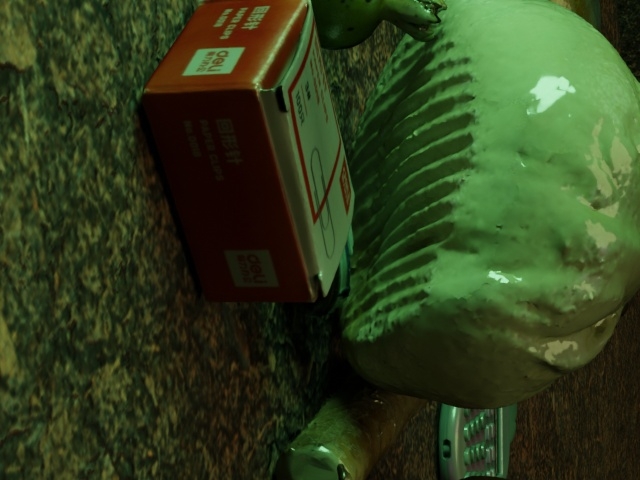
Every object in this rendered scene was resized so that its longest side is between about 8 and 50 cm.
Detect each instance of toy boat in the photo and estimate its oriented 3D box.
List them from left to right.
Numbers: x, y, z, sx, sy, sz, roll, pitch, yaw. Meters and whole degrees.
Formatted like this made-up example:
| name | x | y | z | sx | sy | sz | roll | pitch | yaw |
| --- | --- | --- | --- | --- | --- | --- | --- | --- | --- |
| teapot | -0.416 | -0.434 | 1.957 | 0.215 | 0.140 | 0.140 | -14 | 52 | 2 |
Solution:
| name | x | y | z | sx | sy | sz | roll | pitch | yaw |
| --- | --- | --- | --- | --- | --- | --- | --- | --- | --- |
| toy boat | 0.000 | 0.000 | 1.142 | 0.066 | 0.059 | 0.140 | -42 | 133 | -44 |

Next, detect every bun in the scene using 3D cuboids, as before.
| name | x | y | z | sx | sy | sz | roll | pitch | yaw |
| --- | --- | --- | --- | --- | --- | --- | --- | --- | --- |
| bun | 0.153 | -0.028 | 1.174 | 0.365 | 0.219 | 0.365 | -163 | -90 | -71 |

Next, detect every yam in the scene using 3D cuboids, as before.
| name | x | y | z | sx | sy | sz | roll | pitch | yaw |
| --- | --- | --- | --- | --- | --- | --- | --- | --- | --- |
| yam | 0.046 | 0.151 | 1.258 | 0.357 | 0.081 | 0.081 | -38 | 125 | -66 |

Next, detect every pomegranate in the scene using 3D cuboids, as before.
| name | x | y | z | sx | sy | sz | roll | pitch | yaw |
| --- | --- | --- | --- | --- | --- | --- | --- | --- | --- |
| pomegranate | 0.032 | -0.202 | 1.129 | 0.114 | 0.142 | 0.114 | 21 | 90 | -82 |

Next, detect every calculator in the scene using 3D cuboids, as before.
| name | x | y | z | sx | sy | sz | roll | pitch | yaw |
| --- | --- | --- | --- | --- | --- | --- | --- | --- | --- |
| calculator | 0.198 | 0.236 | 1.757 | 0.299 | 0.041 | 0.185 | -8 | 97 | -69 |

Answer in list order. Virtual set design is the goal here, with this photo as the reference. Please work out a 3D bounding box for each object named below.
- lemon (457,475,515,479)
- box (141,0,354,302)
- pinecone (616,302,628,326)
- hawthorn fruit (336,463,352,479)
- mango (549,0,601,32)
| name | x | y | z | sx | sy | sz | roll | pitch | yaw |
| --- | --- | --- | --- | --- | --- | --- | --- | --- | --- |
| lemon | 0.167 | 0.352 | 1.351 | 0.267 | 0.267 | 0.267 | -1 | 90 | -72 |
| box | -0.040 | -0.065 | 0.966 | 0.133 | 0.099 | 0.182 | -69 | 152 | -51 |
| pinecone | 0.302 | 0.050 | 1.822 | 0.201 | 0.203 | 0.229 | -69 | 157 | -12 |
| hawthorn fruit | 0.041 | 0.276 | 1.068 | 0.196 | 0.197 | 0.225 | -36 | 117 | -68 |
| mango | 0.227 | -0.234 | 1.614 | 0.384 | 0.199 | 0.221 | 15 | 75 | -70 |
